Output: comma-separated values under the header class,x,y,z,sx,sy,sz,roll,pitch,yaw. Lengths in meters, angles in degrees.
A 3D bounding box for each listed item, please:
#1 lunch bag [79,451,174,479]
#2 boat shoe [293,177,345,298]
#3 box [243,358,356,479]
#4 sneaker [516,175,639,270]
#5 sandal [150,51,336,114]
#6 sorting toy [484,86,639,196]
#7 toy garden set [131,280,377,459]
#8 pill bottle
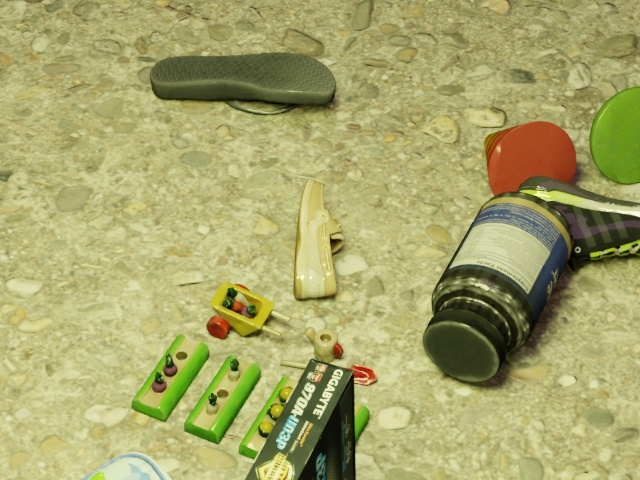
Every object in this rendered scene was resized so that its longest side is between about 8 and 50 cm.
class,x,y,z,sx,sy,sz,roll,pitch,yaw
lunch bag,-0.179,0.327,1.632,0.176,0.090,0.219,-37,54,-9
boat shoe,0.000,0.000,2.002,0.059,0.063,0.170,5,55,-1
box,-0.019,0.252,1.644,0.051,0.220,0.175,16,47,17
sneaker,0.335,0.000,2.019,0.235,0.084,0.097,17,73,14
sandal,-0.098,-0.206,2.207,0.255,0.054,0.097,5,38,16
sorting toy,0.357,-0.144,2.141,0.366,0.127,0.126,-17,25,-16
toy garden set,-0.057,0.146,1.862,0.244,0.049,0.204,20,49,16
pill bottle,0.201,0.054,1.911,0.123,0.122,0.219,20,49,16
